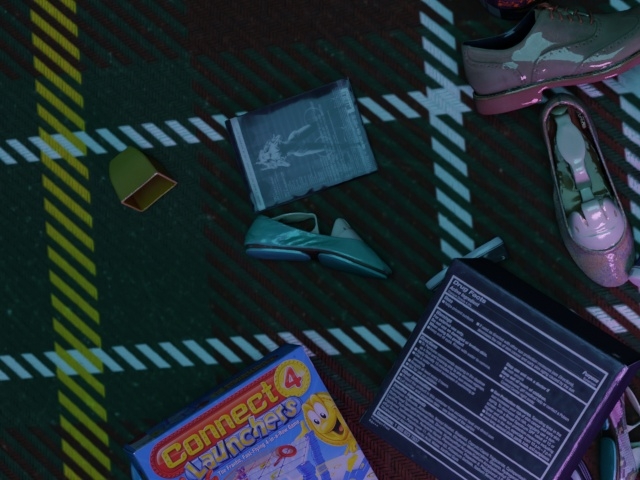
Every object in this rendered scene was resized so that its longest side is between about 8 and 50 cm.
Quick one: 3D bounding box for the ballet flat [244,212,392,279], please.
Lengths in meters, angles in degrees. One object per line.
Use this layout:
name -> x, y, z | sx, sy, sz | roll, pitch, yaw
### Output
ballet flat -> 0.000, 0.000, 1.889 | 0.247, 0.083, 0.087 | 10, 76, 9

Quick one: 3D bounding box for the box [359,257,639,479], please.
box -> 0.272, 0.221, 1.736 | 0.296, 0.183, 0.294 | 34, 104, 20

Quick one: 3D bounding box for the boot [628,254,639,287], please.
boot -> 0.573, 0.064, 1.779 | 0.190, 0.069, 0.086 | 30, 81, 6

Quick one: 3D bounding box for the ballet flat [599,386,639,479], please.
ballet flat -> 0.463, 0.294, 1.795 | 0.079, 0.077, 0.221 | -8, 86, -9

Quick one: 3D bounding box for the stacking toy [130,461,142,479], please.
stacking toy -> -0.145, 0.351, 1.883 | 0.302, 0.166, 0.175 | -31, 92, -6

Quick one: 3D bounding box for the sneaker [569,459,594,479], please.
sneaker -> 0.404, 0.448, 1.800 | 0.098, 0.083, 0.223 | -31, 72, 20

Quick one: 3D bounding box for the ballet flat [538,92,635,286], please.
ballet flat -> 0.404, -0.077, 1.797 | 0.108, 0.106, 0.315 | -20, 84, 10

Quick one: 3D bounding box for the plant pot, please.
plant pot -> -0.306, -0.111, 1.953 | 0.081, 0.081, 0.083 | -38, 71, 8

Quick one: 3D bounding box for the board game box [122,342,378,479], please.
board game box -> -0.092, 0.364, 1.789 | 0.308, 0.086, 0.301 | -32, 98, -18

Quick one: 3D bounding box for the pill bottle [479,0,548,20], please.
pill bottle -> 0.290, -0.421, 1.761 | 0.131, 0.246, 0.130 | 0, 88, 12

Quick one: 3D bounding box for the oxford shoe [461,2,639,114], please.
oxford shoe -> 0.384, -0.309, 1.781 | 0.348, 0.123, 0.130 | -22, 113, 9

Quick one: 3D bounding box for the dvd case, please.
dvd case -> -0.032, -0.156, 1.930 | 0.221, 0.018, 0.164 | -19, 86, 9

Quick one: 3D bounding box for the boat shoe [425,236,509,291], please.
boat shoe -> 0.235, 0.046, 1.855 | 0.142, 0.049, 0.040 | -32, 83, 6
